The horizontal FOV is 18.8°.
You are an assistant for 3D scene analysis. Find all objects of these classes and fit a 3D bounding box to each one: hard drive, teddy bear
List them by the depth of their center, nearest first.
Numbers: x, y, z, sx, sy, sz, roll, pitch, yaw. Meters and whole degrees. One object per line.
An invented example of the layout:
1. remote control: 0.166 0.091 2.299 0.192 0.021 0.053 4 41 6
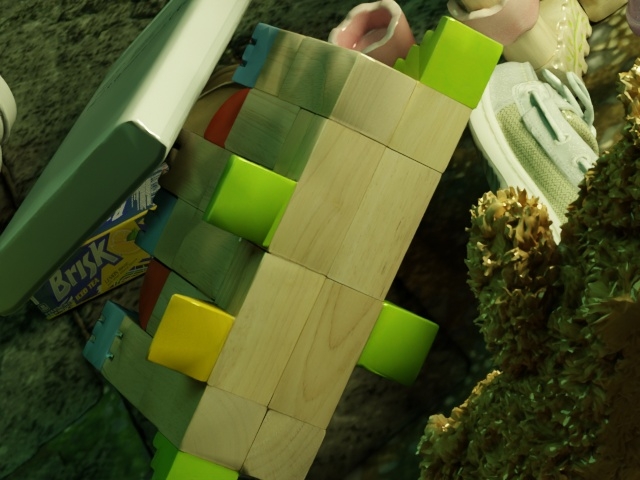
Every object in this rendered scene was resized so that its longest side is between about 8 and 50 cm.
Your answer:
1. teddy bear: 0.189 0.041 1.139 0.245 0.338 0.113 1 29 -14
2. hard drive: -0.153 -0.111 1.599 0.233 0.047 0.353 -43 14 34

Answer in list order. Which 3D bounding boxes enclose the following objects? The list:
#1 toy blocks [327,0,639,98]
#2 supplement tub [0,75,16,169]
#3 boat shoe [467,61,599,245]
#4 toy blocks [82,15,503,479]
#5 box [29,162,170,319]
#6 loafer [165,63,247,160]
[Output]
1. toy blocks: 0.148 -0.280 1.487 0.309 0.260 0.289 -14 44 30
2. supplement tub: -0.410 -0.046 1.781 0.191 0.191 0.272 -4 50 38
3. boat shoe: 0.171 -0.036 1.334 0.103 0.118 0.320 -20 27 5
4. toy blocks: -0.045 -0.003 1.401 0.381 0.190 0.261 -65 26 2
5. box: -0.180 0.001 1.647 0.169 0.059 0.054 -26 38 19
6. loafer: -0.096 -0.106 1.692 0.148 0.056 0.050 -26 39 34
